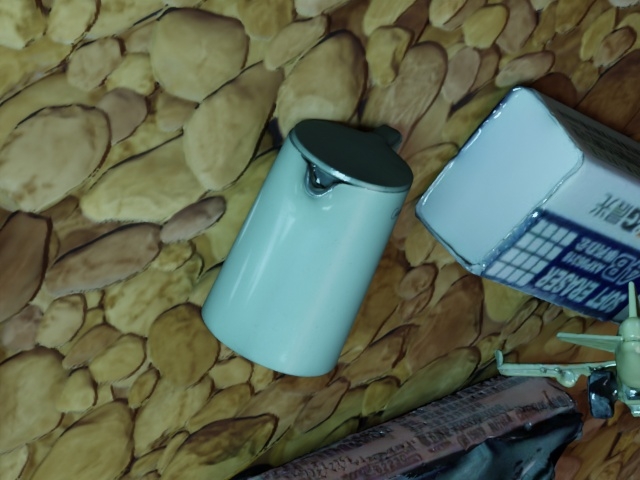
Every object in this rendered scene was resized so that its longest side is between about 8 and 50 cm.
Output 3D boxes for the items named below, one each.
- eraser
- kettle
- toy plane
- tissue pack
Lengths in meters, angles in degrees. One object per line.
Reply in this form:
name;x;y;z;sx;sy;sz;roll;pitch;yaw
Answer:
eraser;0.203;-0.016;1.506;0.130;0.086;0.287;-48;146;15
kettle;0.002;0.003;1.311;0.127;0.098;0.148;4;119;-42
toy plane;0.259;0.104;1.554;0.229;0.092;0.244;-5;157;15
tissue pack;0.055;0.244;1.589;0.332;0.123;0.245;-17;139;-35
